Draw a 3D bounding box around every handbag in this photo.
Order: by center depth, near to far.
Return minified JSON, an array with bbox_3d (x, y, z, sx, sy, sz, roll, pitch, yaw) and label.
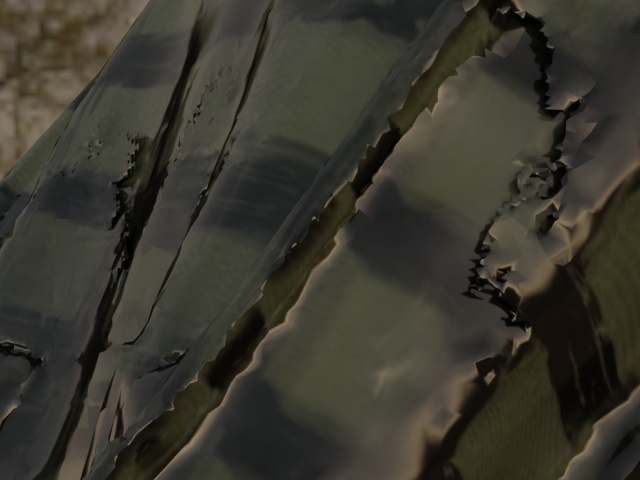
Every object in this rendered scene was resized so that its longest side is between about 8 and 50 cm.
[{"bbox_3d":[0.000,0.000,0.641,0.162,0.327,0.325,47,-21,-19],"label":"handbag"}]
